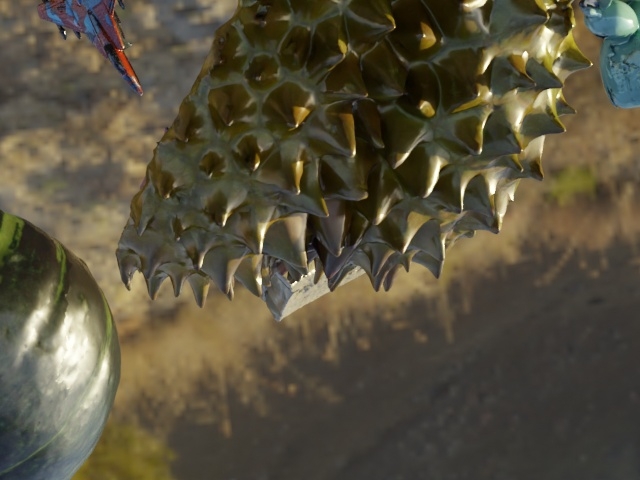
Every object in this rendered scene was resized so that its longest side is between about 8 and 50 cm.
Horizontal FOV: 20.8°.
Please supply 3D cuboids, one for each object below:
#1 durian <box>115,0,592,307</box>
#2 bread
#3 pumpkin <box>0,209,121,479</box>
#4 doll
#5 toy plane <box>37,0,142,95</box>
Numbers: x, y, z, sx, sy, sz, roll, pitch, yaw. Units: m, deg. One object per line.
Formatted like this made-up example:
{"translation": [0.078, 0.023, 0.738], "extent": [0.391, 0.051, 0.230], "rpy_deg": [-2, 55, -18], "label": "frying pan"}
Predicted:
{"translation": [0.019, -0.063, 0.769], "extent": [0.187, 0.153, 0.260], "rpy_deg": [13, 122, -2], "label": "durian"}
{"translation": [0.008, -0.011, 1.364], "extent": [0.152, 0.077, 0.105], "rpy_deg": [-32, 165, -16], "label": "bread"}
{"translation": [-0.331, 0.098, 1.509], "extent": [0.323, 0.241, 0.323], "rpy_deg": [16, 151, 9], "label": "pumpkin"}
{"translation": [0.250, -0.203, 1.373], "extent": [0.059, 0.159, 0.158], "rpy_deg": [-3, 132, 41], "label": "doll"}
{"translation": [-0.250, -0.251, 1.994], "extent": [0.130, 0.189, 0.061], "rpy_deg": [-28, -167, 26], "label": "toy plane"}
